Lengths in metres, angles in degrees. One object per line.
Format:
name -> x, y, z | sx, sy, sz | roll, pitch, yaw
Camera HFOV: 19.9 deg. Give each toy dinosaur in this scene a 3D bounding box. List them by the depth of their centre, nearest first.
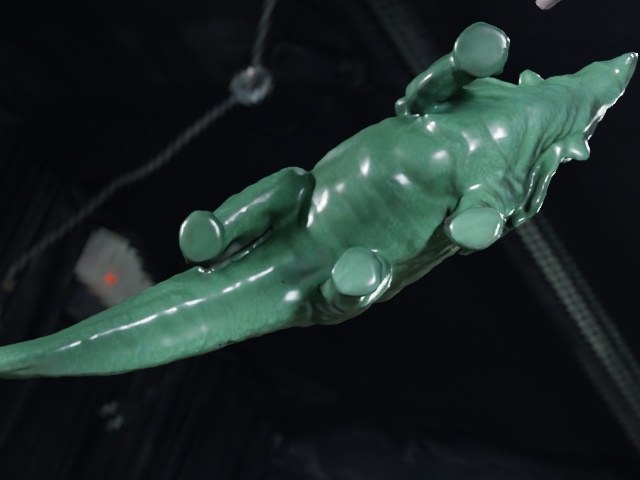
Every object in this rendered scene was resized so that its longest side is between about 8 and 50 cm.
toy dinosaur -> 0.004, -0.005, 0.709 | 0.079, 0.292, 0.120 | 61, -21, 8

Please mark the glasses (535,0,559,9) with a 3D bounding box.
glasses -> 0.084, -0.116, 0.416 | 0.255, 0.162, 0.095 | -29, -79, 19
